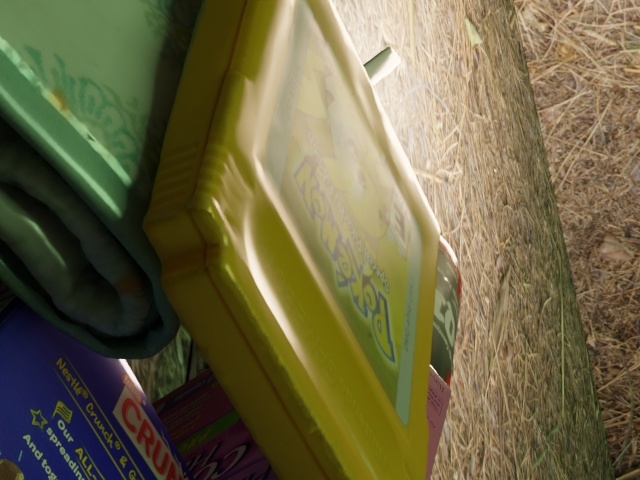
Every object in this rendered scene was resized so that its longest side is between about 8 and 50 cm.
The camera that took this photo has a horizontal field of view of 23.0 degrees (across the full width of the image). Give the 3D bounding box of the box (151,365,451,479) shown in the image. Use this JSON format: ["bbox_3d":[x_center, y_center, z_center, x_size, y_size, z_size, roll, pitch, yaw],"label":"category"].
[{"bbox_3d":[-0.044,0.173,1.059,0.117,0.213,0.243,49,28,-15],"label":"box"}]

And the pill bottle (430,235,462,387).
[{"bbox_3d":[0.035,0.109,1.375,0.283,0.161,0.161,-75,153,-55],"label":"pill bottle"}]

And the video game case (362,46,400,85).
[{"bbox_3d":[-0.019,-0.097,1.379,0.022,0.173,0.190,53,22,-5],"label":"video game case"}]

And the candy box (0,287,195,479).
[{"bbox_3d":[-0.159,0.200,0.781,0.268,0.122,0.317,61,23,-14],"label":"candy box"}]

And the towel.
[{"bbox_3d":[-0.164,-0.156,0.871,0.374,0.090,0.320,53,28,-20],"label":"towel"}]

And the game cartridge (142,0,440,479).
[{"bbox_3d":[0.000,0.000,0.932,0.324,0.052,0.285,-84,152,-51],"label":"game cartridge"}]

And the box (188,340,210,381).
[{"bbox_3d":[-0.073,0.116,1.345,0.137,0.027,0.094,61,27,-51],"label":"box"}]
